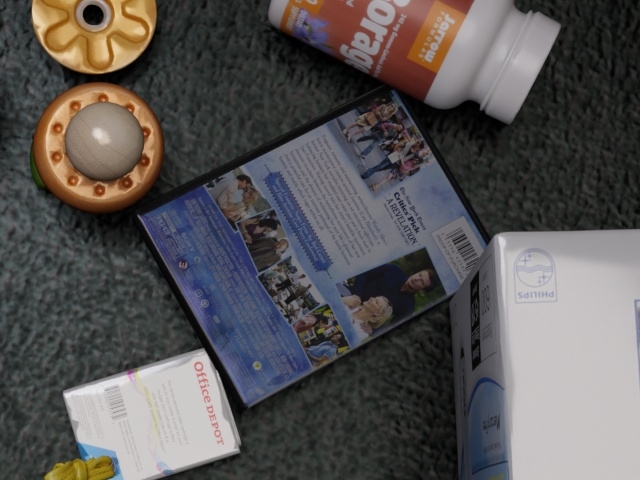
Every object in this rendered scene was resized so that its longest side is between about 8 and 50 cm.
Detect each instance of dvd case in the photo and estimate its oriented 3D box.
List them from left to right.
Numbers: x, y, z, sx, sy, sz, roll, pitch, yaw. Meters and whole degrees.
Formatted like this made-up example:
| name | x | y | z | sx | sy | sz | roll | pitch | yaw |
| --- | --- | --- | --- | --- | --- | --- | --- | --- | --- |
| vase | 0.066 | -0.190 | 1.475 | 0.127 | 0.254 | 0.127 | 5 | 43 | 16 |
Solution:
| name | x | y | z | sx | sy | sz | roll | pitch | yaw |
| --- | --- | --- | --- | --- | --- | --- | --- | --- | --- |
| dvd case | 0.000 | 0.000 | 1.580 | 0.253 | 0.022 | 0.180 | -28 | 82 | -19 |

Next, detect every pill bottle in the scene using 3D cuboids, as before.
| name | x | y | z | sx | sy | sz | roll | pitch | yaw |
| --- | --- | --- | --- | --- | --- | --- | --- | --- | --- |
| pill bottle | 0.077 | -0.181 | 1.588 | 0.216 | 0.121 | 0.121 | 27 | 81 | 2 |

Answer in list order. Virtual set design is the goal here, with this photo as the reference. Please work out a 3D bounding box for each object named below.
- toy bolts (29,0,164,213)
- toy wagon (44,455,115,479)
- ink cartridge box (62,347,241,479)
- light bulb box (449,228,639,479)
| name | x | y | z | sx | sy | sz | roll | pitch | yaw |
| --- | --- | --- | --- | --- | --- | --- | --- | --- | --- |
| toy bolts | -0.227 | -0.138 | 1.529 | 0.228 | 0.158 | 0.218 | 8 | 84 | -9 |
| toy wagon | -0.140 | 0.329 | 1.446 | 0.068 | 0.267 | 0.344 | -26 | 80 | 36 |
| ink cartridge box | -0.132 | 0.144 | 1.561 | 0.122 | 0.052 | 0.089 | -17 | 83 | -5 |
| light bulb box | 0.223 | 0.195 | 1.417 | 0.225 | 0.358 | 0.361 | -2 | 80 | -1 |
